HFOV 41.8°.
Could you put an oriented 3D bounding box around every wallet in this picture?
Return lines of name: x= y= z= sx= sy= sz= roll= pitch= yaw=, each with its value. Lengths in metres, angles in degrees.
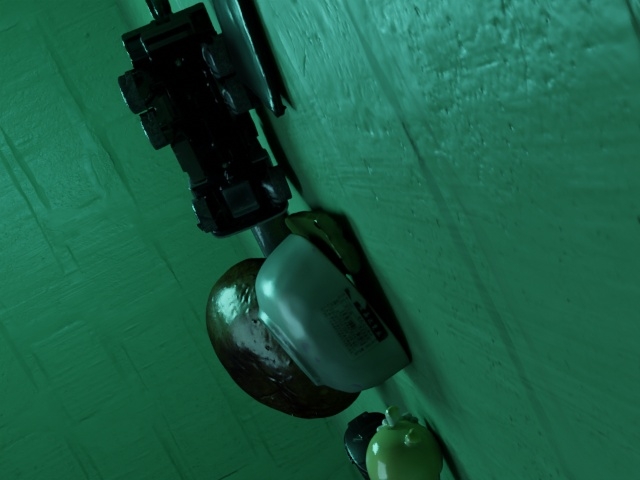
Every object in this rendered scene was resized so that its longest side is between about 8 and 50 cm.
wallet: x=-0.110 y=-0.287 z=0.994 sx=0.146 sy=0.030 sz=0.285 roll=-122 pitch=10 yaw=-49

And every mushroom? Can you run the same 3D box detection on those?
mushroom: x=-0.066 y=0.181 z=1.534 sx=0.239 sy=0.345 sz=0.345 roll=-72 pitch=-28 yaw=-42

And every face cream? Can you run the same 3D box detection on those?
face cream: x=-0.085 y=-0.002 z=1.623 sx=0.283 sy=0.073 sz=0.073 roll=65 pitch=172 yaw=-18

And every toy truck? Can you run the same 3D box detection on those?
toy truck: x=-0.169 y=-0.187 z=1.254 sx=0.178 sy=0.177 sz=0.363 roll=-114 pitch=1 yaw=-58

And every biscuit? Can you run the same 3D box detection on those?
biscuit: x=0.000 y=0.000 z=1.208 sx=0.099 sy=0.038 sz=0.322 roll=58 pitch=173 yaw=-6

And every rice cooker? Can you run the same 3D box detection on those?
rice cooker: x=0.112 y=0.396 z=1.576 sx=0.106 sy=0.112 sz=0.165 roll=59 pitch=175 yaw=-24

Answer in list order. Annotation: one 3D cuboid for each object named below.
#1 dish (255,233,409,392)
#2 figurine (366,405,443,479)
dish: x=-0.002 y=0.115 z=1.165 sx=0.256 sy=0.117 sz=0.256 roll=48 pitch=172 yaw=9
figurine: x=0.116 y=0.440 z=1.282 sx=0.226 sy=0.275 sz=0.394 roll=-137 pitch=38 yaw=-58
